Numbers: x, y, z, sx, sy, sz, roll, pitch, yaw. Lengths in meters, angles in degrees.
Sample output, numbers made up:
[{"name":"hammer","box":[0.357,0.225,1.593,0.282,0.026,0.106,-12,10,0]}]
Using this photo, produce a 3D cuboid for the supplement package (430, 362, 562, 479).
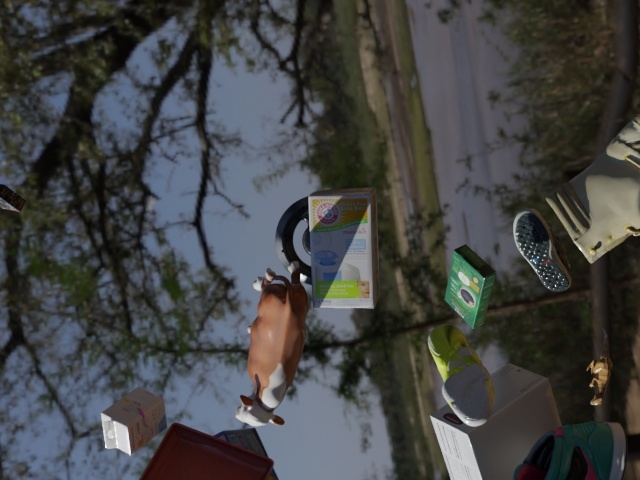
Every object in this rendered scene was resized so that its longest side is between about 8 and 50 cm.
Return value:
[{"name":"supplement package","box":[0.429,0.456,2.161,0.145,0.262,0.204,16,131,58]}]

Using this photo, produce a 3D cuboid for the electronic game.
[{"name":"electronic game","box":[0.000,0.000,2.239,0.048,0.229,0.229,-25,-75,-80]}]

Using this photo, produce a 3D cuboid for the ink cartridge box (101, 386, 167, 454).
[{"name":"ink cartridge box","box":[-0.451,0.436,2.153,0.143,0.090,0.092,-35,-46,-46]}]

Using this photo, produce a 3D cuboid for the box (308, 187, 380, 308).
[{"name":"box","box":[0.044,0.011,1.600,0.103,0.114,0.203,-45,-46,-77]}]

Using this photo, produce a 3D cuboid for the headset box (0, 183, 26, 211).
[{"name":"headset box","box":[-0.710,-0.096,2.027,0.083,0.062,0.032,51,-124,-53]}]

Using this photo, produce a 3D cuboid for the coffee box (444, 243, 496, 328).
[{"name":"coffee box","box":[0.350,0.109,2.118,0.113,0.040,0.184,46,150,36]}]

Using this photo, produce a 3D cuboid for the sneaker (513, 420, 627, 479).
[{"name":"sneaker","box":[0.428,0.459,1.589,0.124,0.179,0.295,-157,74,-86]}]

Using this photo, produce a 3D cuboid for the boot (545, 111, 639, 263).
[{"name":"boot","box":[0.468,-0.025,1.268,0.262,0.203,0.095,52,-162,15]}]

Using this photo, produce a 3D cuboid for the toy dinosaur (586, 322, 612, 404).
[{"name":"toy dinosaur","box":[0.712,0.307,2.258,0.112,0.064,0.211,-9,-78,-84]}]

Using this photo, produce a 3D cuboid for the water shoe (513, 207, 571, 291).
[{"name":"water shoe","box":[0.448,0.010,1.825,0.203,0.073,0.080,61,-149,-23]}]

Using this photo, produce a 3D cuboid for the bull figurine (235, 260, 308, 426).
[{"name":"bull figurine","box":[-0.087,0.187,1.640,0.188,0.101,0.310,-108,31,-59]}]

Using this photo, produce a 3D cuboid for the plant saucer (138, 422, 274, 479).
[{"name":"plant saucer","box":[-0.261,0.543,1.904,0.047,0.259,0.259,79,-147,-51]}]

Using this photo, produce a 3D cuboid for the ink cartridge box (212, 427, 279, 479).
[{"name":"ink cartridge box","box":[-0.208,0.645,2.378,0.270,0.151,0.395,63,-178,13]}]

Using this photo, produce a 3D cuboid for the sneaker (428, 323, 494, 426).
[{"name":"sneaker","box":[0.273,0.268,1.674,0.240,0.091,0.126,-102,-11,-50]}]
